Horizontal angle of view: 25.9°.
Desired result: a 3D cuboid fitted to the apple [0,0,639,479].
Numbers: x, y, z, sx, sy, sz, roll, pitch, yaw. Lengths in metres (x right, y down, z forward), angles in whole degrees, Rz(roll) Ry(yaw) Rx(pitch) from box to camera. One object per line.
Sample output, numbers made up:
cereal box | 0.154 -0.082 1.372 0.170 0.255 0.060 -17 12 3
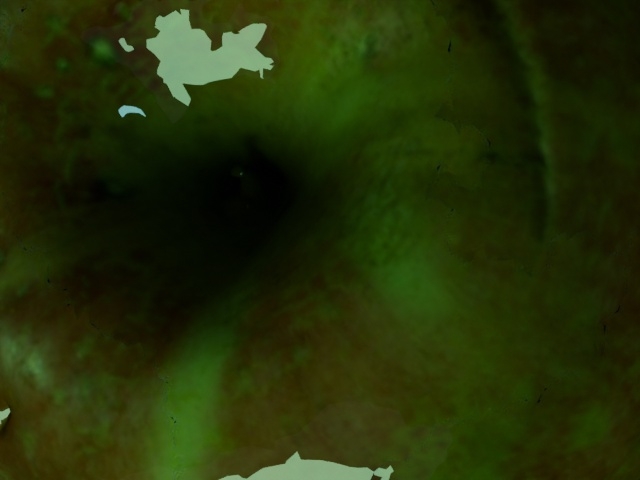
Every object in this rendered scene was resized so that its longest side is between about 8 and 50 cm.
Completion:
apple | 0.000 0.000 0.425 0.246 0.246 0.226 7 170 15
